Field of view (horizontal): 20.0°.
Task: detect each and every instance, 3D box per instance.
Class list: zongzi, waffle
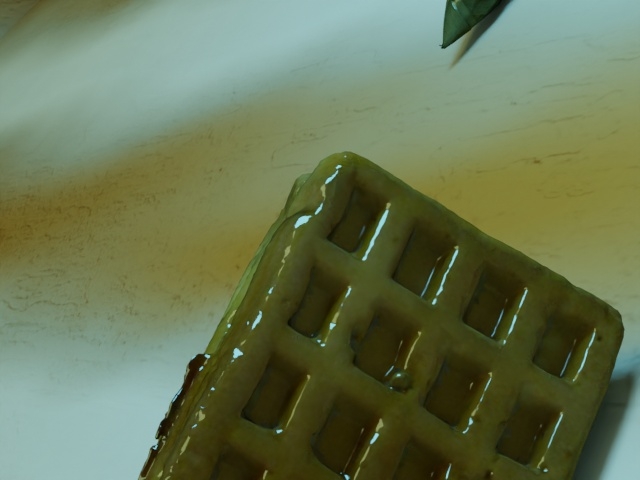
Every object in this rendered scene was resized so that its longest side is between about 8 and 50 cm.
[{"bbox_3d":[0.133,-0.238,1.660,0.130,0.062,0.154,-59,13,7],"label":"zongzi"},{"bbox_3d":[0.019,0.130,0.998,0.328,0.224,0.098,-63,7,-32],"label":"waffle"}]
